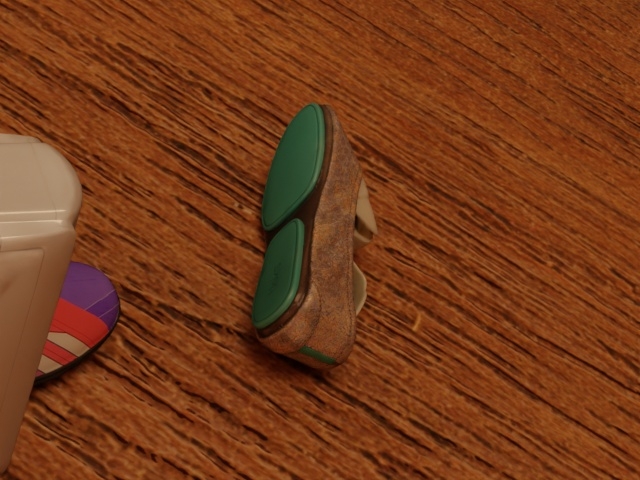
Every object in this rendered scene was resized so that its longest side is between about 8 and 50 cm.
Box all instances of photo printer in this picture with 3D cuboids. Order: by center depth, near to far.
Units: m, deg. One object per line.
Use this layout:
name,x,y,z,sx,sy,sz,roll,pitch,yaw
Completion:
photo printer,-0.308,0.071,0.958,0.256,0.307,0.107,-4,47,-28

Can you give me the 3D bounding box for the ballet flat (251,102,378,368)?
ballet flat,0.000,0.000,1.395,0.106,0.107,0.316,34,40,-24

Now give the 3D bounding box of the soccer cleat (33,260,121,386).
soccer cleat,-0.287,0.055,1.139,0.318,0.116,0.109,-10,52,-36
